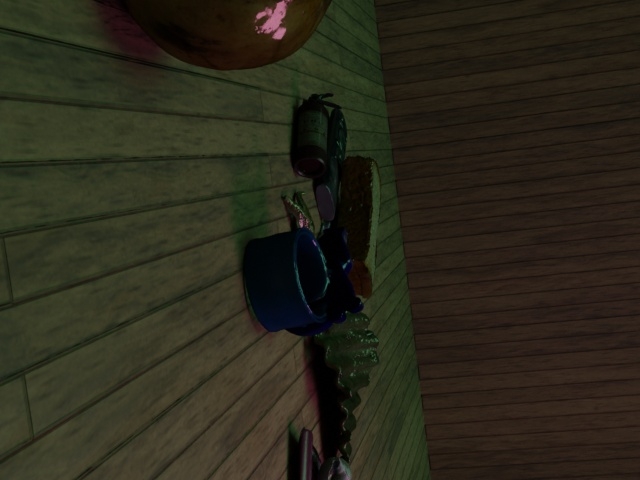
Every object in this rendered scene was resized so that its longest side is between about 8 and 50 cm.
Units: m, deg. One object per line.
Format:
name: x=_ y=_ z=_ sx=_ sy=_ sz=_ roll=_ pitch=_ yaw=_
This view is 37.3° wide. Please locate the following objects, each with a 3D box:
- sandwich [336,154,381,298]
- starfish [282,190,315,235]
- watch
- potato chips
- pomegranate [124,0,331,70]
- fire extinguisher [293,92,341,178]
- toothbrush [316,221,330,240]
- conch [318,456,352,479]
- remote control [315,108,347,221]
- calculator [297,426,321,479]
sandwich: x=0.094 y=-0.026 z=2.364 sx=0.271 sy=0.099 sz=0.301 roll=82 pitch=12 yaw=-65
starfish: x=-0.037 y=-0.011 z=1.950 sx=0.223 sy=0.050 sz=0.217 roll=65 pitch=29 yaw=-44
watch: x=-0.041 y=0.062 z=1.635 sx=0.200 sy=0.171 sz=0.196 roll=42 pitch=30 yaw=-56
potato chips: x=0.059 y=0.298 z=2.101 sx=0.389 sy=0.097 sz=0.373 roll=-64 pitch=147 yaw=-67
pomegranate: x=-0.111 y=-0.363 z=1.186 sx=0.322 sy=0.322 sz=0.322 roll=-6 pitch=90 yaw=-78
fire extinguisher: x=-0.006 y=-0.241 z=2.071 sx=0.071 sy=0.099 sz=0.231 roll=105 pitch=-8 yaw=-52
toothbrush: x=0.000 y=0.000 z=2.166 sx=0.193 sy=0.019 sz=0.013 roll=-69 pitch=151 yaw=-62
conch: x=0.022 y=0.445 z=1.803 sx=0.076 sy=0.056 sz=0.085 roll=-58 pitch=134 yaw=-36
remote control: x=0.031 y=-0.196 z=2.355 sx=0.378 sy=0.044 sz=0.107 roll=-79 pitch=165 yaw=-54
calculator: x=-0.023 y=0.444 z=1.786 sx=0.190 sy=0.034 sz=0.127 roll=76 pitch=12 yaw=-57
